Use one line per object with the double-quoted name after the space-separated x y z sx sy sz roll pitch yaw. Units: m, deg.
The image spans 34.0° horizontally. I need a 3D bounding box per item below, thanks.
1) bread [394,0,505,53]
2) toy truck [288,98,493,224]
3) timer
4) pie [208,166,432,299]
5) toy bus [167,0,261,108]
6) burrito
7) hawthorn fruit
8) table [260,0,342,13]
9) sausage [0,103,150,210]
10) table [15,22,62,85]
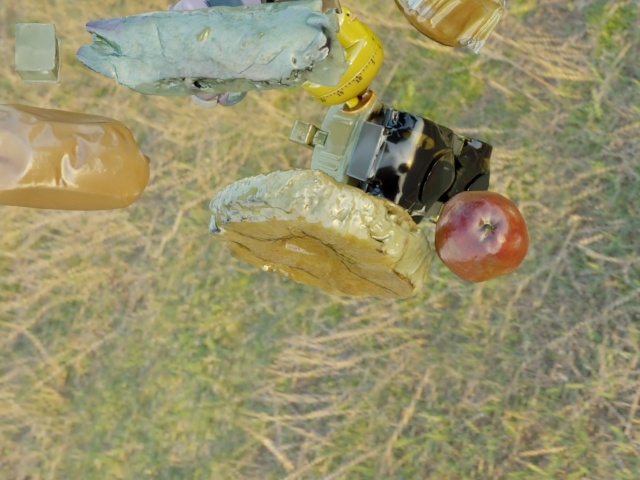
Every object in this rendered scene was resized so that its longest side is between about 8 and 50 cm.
0.146 -0.356 1.356 0.107 0.136 0.241 -40 43 28 "bread"
0.129 -0.135 1.797 0.254 0.405 0.180 24 98 28 "toy truck"
0.019 -0.213 1.214 0.107 0.109 0.107 -32 32 23 "timer"
0.000 0.000 1.466 0.339 0.339 0.083 -9 59 47 "pie"
-0.122 -0.301 1.533 0.142 0.202 0.142 57 164 15 "toy bus"
-0.118 -0.195 1.087 0.309 0.066 0.096 3 103 24 "burrito"
0.212 -0.013 1.363 0.140 0.125 0.125 96 161 -49 "hawthorn fruit"
-0.036 -0.268 1.105 0.082 0.083 0.070 -25 25 -10 "table"
-0.338 -0.106 1.358 0.120 0.241 0.136 -35 53 56 "sausage"
-0.451 -0.296 1.680 0.083 0.062 0.079 114 155 -77 "table"
